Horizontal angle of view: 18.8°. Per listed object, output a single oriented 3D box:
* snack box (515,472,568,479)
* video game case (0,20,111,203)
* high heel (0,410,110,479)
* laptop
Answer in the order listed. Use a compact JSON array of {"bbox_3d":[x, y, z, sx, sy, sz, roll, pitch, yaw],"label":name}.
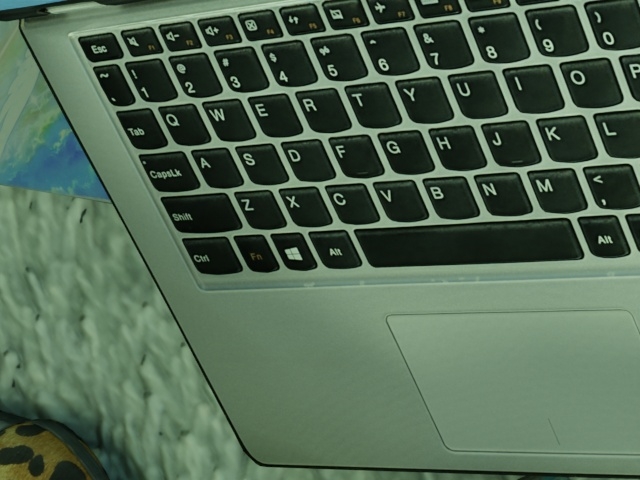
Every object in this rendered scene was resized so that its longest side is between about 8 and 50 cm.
[{"bbox_3d":[-0.041,0.212,0.861,0.322,0.187,0.060,-32,86,33],"label":"snack box"},{"bbox_3d":[-0.138,-0.158,0.895,0.244,0.061,0.270,9,107,29],"label":"video game case"},{"bbox_3d":[-0.192,0.209,1.000,0.186,0.093,0.261,16,102,33],"label":"high heel"},{"bbox_3d":[0.000,0.000,0.653,0.382,0.236,0.408,-3,126,36],"label":"laptop"}]
